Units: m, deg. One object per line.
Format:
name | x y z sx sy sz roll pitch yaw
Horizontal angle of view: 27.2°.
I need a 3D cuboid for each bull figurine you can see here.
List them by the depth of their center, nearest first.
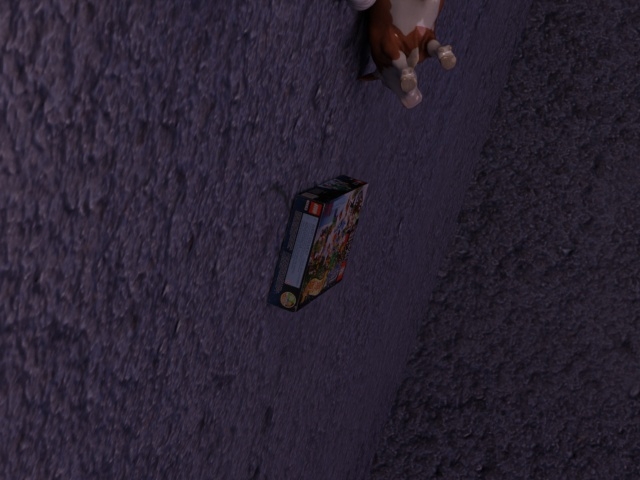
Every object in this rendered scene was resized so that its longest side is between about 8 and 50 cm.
bull figurine | 0.122 -0.307 1.780 0.188 0.101 0.310 -123 -149 -57

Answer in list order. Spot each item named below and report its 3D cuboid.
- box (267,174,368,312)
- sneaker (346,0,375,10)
box | 0.000 0.000 1.884 0.233 0.044 0.159 -30 136 -70
sneaker | 0.068 -0.366 1.655 0.061 0.053 0.152 33 77 -74
